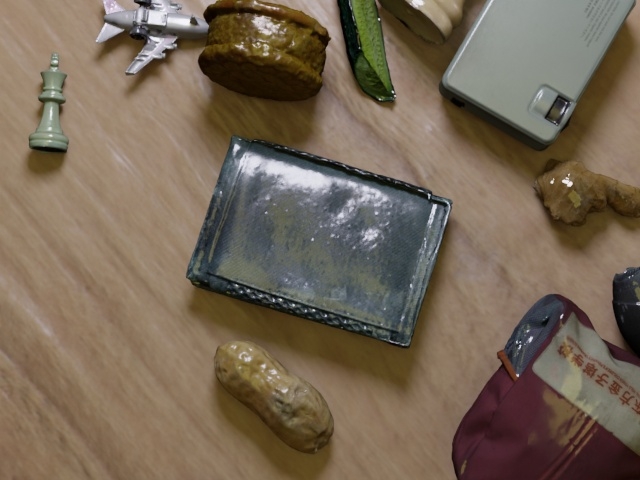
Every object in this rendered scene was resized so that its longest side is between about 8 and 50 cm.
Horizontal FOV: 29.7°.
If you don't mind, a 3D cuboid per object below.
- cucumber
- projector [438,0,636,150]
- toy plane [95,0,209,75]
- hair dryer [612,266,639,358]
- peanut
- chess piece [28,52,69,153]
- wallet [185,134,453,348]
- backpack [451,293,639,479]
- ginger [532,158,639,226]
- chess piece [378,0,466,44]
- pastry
[{"bbox_3d":[0.059,-0.307,1.779,0.046,0.070,0.220,-15,85,30],"label":"cucumber"},{"bbox_3d":[0.313,-0.281,1.754,0.192,0.099,0.257,30,88,3],"label":"projector"},{"bbox_3d":[-0.243,-0.321,1.786,0.171,0.065,0.162,3,77,6],"label":"toy plane"},{"bbox_3d":[0.571,0.106,1.745,0.271,0.091,0.236,-28,97,-4],"label":"hair dryer"},{"bbox_3d":[-0.066,0.221,1.749,0.214,0.099,0.099,41,89,8],"label":"peanut"},{"bbox_3d":[-0.398,-0.205,1.790,0.059,0.059,0.149,3,81,1],"label":"chess piece"},{"bbox_3d":[0.000,0.000,1.763,0.342,0.075,0.237,16,82,4],"label":"wallet"},{"bbox_3d":[0.335,0.271,1.684,0.283,0.197,0.317,37,95,2],"label":"backpack"},{"bbox_3d":[0.392,-0.059,1.757,0.165,0.067,0.096,18,67,2],"label":"ginger"},{"bbox_3d":[0.227,-0.437,1.751,0.124,0.139,0.307,43,86,-13],"label":"chess piece"},{"bbox_3d":[-0.082,-0.270,1.719,0.188,0.189,0.103,11,81,2],"label":"pastry"}]
